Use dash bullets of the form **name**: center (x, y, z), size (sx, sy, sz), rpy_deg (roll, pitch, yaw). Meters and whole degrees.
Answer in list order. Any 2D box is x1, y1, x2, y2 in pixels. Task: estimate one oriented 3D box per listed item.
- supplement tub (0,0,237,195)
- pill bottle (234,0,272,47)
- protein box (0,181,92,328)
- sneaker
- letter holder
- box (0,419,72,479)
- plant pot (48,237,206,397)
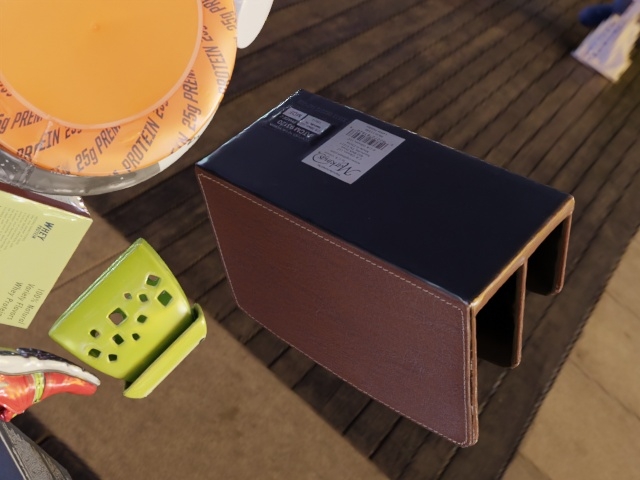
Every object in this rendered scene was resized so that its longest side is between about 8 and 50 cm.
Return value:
- **supplement tub**: center (-0.188, -0.144, 0.616), size (0.207, 0.207, 0.338), rpy_deg (14, 5, -27)
- **pill bottle**: center (-0.221, -0.405, 1.320), size (0.283, 0.161, 0.161), rpy_deg (25, 35, 8)
- **protein box**: center (-0.455, -0.015, 1.173), size (0.201, 0.200, 0.136), rpy_deg (20, 23, -41)
- **sneaker**: center (-0.498, 0.242, 1.454), size (0.107, 0.119, 0.279), rpy_deg (13, -4, 41)
- **letter holder**: center (0.057, 0.024, 0.817), size (0.301, 0.215, 0.152), rpy_deg (27, 53, 33)
- **box**: center (-0.595, 0.508, 1.531), size (0.293, 0.395, 0.212), rpy_deg (-35, 60, -13)
- **plant pot**: center (-0.336, 0.147, 1.598), size (0.207, 0.227, 0.228), rpy_deg (46, -6, -9)
